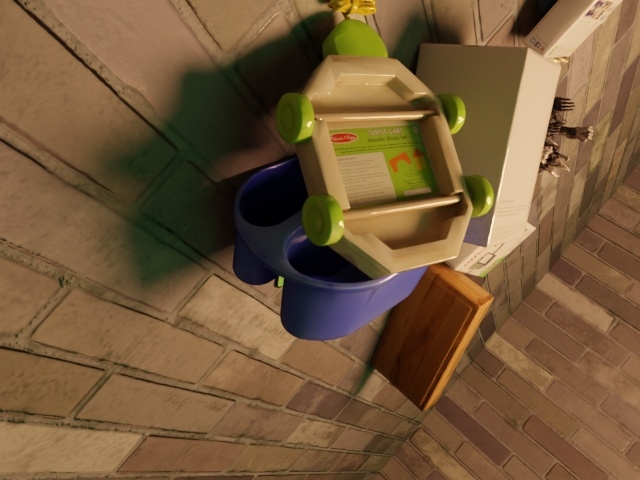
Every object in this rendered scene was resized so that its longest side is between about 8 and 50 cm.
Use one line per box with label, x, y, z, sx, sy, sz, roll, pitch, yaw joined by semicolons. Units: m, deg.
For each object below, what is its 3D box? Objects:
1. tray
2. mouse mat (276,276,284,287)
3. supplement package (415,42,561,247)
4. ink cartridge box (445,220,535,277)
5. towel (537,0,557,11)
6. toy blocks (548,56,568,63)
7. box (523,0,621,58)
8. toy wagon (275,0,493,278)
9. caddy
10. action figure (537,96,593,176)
tray;0.278;0.248;1.472;0.076;0.203;0.411;-23;141;-39
mouse mat;0.000;0.000;0.998;0.190;0.007;0.152;-23;141;-38
supplement package;0.254;-0.156;0.914;0.175;0.177;0.293;-8;111;-51
ink cartridge box;0.413;-0.017;1.418;0.198;0.115;0.273;-47;154;17
towel;0.424;-0.480;1.017;0.067;0.029;0.119;-48;151;-3
toy blocks;0.460;-0.337;1.208;0.123;0.054;0.148;-24;151;-51
box;0.539;-0.484;1.033;0.232;0.058;0.322;-26;162;-51
toy wagon;0.072;-0.132;0.685;0.267;0.344;0.068;-10;170;-34
caddy;0.035;-0.021;0.785;0.341;0.241;0.179;-27;148;-37
action figure;0.605;-0.244;1.436;0.164;0.141;0.276;-62;150;-4
